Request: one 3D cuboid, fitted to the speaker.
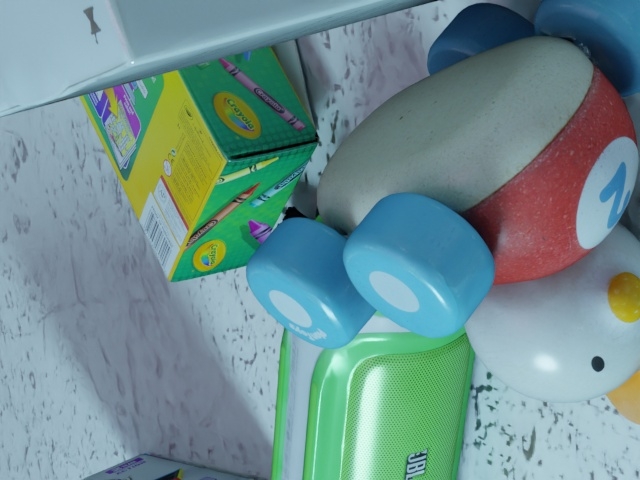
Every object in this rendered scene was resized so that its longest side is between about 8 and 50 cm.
[{"bbox_3d":[0.037,0.120,1.194,0.131,0.131,0.296,41,138,43],"label":"speaker"}]

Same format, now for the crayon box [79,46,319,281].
[{"bbox_3d":[-0.116,-0.130,1.326,0.278,0.081,0.165,62,148,23],"label":"crayon box"}]

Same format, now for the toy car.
[{"bbox_3d":[0.129,0.013,0.963,0.238,0.219,0.210,46,155,-16],"label":"toy car"}]

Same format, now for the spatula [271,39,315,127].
[{"bbox_3d":[-0.077,-0.188,1.330,0.168,0.019,0.242,1,108,61],"label":"spatula"}]

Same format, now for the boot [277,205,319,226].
[{"bbox_3d":[0.000,0.000,1.286,0.099,0.045,0.121,34,133,56],"label":"boot"}]

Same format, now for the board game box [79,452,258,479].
[{"bbox_3d":[-0.188,0.278,1.572,0.316,0.242,0.064,-1,108,61],"label":"board game box"}]

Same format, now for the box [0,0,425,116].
[{"bbox_3d":[-0.009,-0.189,0.870,0.215,0.345,0.168,-7,101,60],"label":"box"}]
